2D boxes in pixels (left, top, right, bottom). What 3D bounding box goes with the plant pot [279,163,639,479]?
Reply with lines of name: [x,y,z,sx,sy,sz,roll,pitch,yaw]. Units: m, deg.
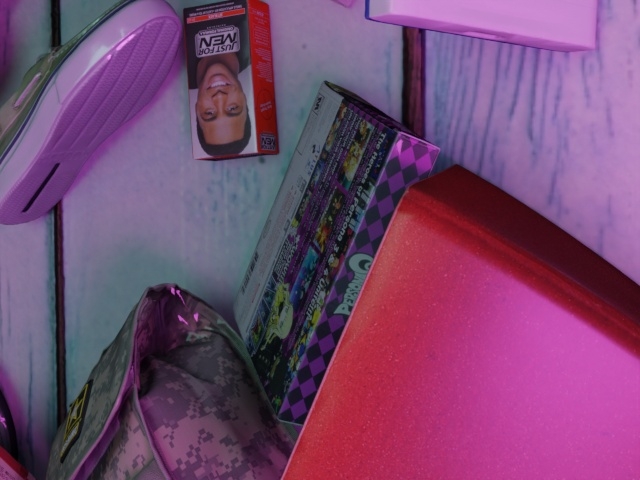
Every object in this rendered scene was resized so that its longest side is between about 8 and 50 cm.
plant pot: [0.136,0.120,0.667,0.235,0.267,0.267,25,103,10]

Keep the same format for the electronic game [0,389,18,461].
electronic game: [-0.434,0.215,1.042,0.229,0.048,0.229,5,102,22]

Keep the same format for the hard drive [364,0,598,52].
hard drive: [0.128,-0.308,0.668,0.040,0.210,0.319,8,97,54]

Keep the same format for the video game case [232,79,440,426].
video game case: [0.000,0.000,0.756,0.041,0.210,0.232,18,103,-20]

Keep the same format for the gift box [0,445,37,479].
gift box: [-0.392,0.343,0.903,0.258,0.276,0.255,-22,117,18]

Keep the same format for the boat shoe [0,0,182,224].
boat shoe: [-0.253,-0.137,0.904,0.302,0.109,0.094,-42,73,26]

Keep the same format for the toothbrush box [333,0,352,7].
toothbrush box: [-0.039,-0.370,0.786,0.283,0.122,0.206,42,108,18]

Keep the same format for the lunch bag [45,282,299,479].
lunch bag: [-0.139,0.213,0.824,0.287,0.169,0.235,55,129,26]

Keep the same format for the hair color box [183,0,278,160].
hair color box: [-0.083,-0.147,0.861,0.072,0.043,0.141,-4,91,25]
